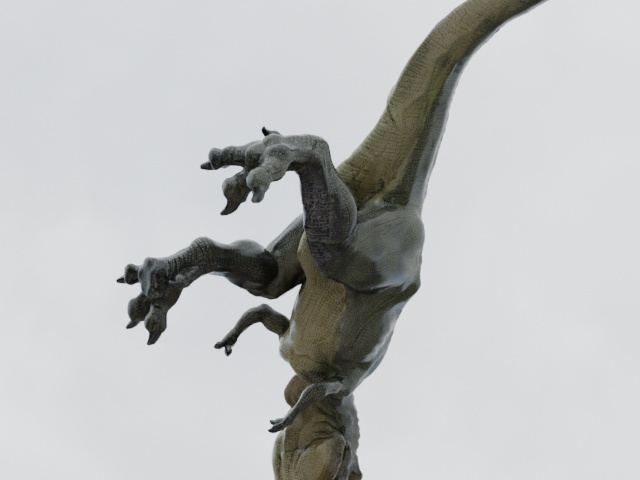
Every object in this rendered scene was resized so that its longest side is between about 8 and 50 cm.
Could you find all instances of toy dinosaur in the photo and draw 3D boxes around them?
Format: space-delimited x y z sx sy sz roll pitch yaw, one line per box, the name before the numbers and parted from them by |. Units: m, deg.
toy dinosaur | 0.000 0.000 0.676 0.118 0.064 0.268 2 -56 -33
